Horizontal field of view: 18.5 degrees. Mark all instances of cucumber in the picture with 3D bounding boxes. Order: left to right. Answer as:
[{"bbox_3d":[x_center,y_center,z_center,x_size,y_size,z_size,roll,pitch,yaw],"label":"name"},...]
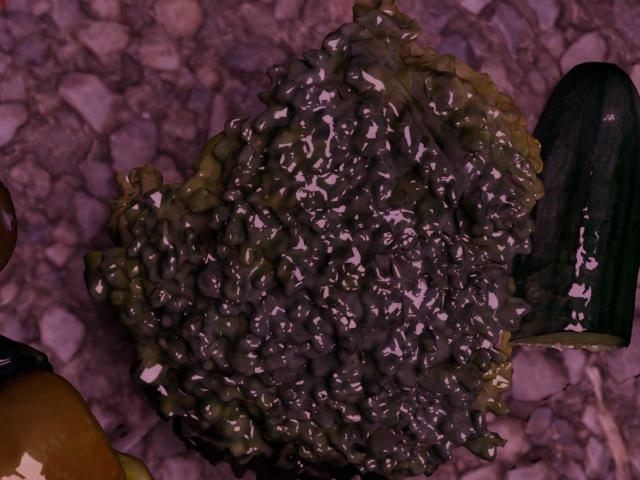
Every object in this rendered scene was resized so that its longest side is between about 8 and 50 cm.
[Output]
[{"bbox_3d":[0.210,-0.031,1.527,0.115,0.063,0.244,13,71,-19],"label":"cucumber"}]

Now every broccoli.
[{"bbox_3d":[-0.005,-0.010,1.338,0.293,0.281,0.348,6,111,0],"label":"broccoli"}]

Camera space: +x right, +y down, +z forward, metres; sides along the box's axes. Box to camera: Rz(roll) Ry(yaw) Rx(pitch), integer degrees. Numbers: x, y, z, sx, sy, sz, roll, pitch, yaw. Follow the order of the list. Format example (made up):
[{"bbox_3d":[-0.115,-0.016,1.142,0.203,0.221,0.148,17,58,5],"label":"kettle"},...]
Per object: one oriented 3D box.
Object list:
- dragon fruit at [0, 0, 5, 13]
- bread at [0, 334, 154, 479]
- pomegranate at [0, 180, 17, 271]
[{"bbox_3d":[-0.293,-0.142,1.274,0.147,0.211,0.282,37,70,-14],"label":"dragon fruit"},{"bbox_3d":[-0.263,0.225,1.175,0.376,0.208,0.251,-37,133,-27],"label":"bread"},{"bbox_3d":[-0.272,-0.005,1.309,0.142,0.114,0.114,-34,91,0],"label":"pomegranate"}]
